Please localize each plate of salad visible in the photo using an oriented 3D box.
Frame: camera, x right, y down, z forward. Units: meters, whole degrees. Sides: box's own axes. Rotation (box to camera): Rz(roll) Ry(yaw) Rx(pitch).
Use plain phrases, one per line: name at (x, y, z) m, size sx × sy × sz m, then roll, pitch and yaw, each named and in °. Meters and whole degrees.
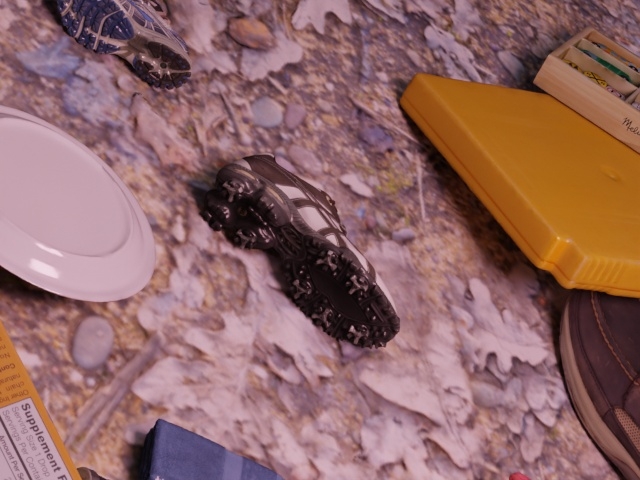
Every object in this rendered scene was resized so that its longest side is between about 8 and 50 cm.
plate of salad at (-0.211, -0.024, 1.388) m, size 0.200 × 0.048 × 0.200 m, roll 31°, pitch 29°, yaw -19°

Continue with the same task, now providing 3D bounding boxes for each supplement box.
supplement box at (-0.228, 0.111, 1.208) m, size 0.080 × 0.078 × 0.233 m, roll -17°, pitch 68°, yaw -29°

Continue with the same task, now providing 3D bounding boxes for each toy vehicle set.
toy vehicle set at (0.356, -0.121, 1.917) m, size 0.267 × 0.035 × 0.166 m, roll 34°, pitch 26°, yaw 9°

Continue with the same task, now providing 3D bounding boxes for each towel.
towel at (-0.076, 0.178, 1.342) m, size 0.119 × 0.029 × 0.067 m, roll 29°, pitch 40°, yaw -21°

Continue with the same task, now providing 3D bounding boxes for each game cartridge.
game cartridge at (0.266, -0.044, 1.789) m, size 0.323 × 0.053 × 0.285 m, roll 5°, pitch 35°, yaw -38°

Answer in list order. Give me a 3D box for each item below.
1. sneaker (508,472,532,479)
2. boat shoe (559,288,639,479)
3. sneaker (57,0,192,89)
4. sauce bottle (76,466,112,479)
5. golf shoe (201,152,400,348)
sneaker at (0.110, 0.260, 1.398) m, size 0.136 × 0.116 × 0.314 m, roll 46°, pitch 29°, yaw 18°
boat shoe at (0.332, 0.172, 1.643) m, size 0.132 × 0.130 × 0.355 m, roll 1°, pitch 56°, yaw -43°
sneaker at (-0.166, -0.182, 1.580) m, size 0.135 × 0.052 × 0.058 m, roll 38°, pitch 28°, yaw -21°
sauce bottle at (-0.119, 0.185, 1.257) m, size 0.128 × 0.042 × 0.042 m, roll 34°, pitch 35°, yaw -45°
golf shoe at (0.000, 0.000, 1.538) m, size 0.198 × 0.077 × 0.094 m, roll 45°, pitch 37°, yaw -2°
